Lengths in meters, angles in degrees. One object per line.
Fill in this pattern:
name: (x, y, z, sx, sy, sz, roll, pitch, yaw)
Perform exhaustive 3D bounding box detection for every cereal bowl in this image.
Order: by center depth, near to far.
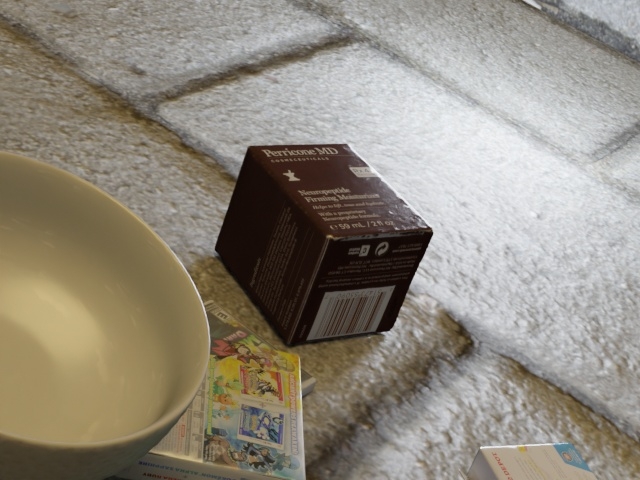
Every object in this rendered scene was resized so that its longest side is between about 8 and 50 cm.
cereal bowl: (-0.273, 0.082, 1.074, 0.339, 0.141, 0.339, 24, 35, -18)

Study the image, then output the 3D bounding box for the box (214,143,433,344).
box: (0.000, 0.000, 1.565, 0.168, 0.167, 0.203, -5, 39, -36)

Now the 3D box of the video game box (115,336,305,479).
video game box: (-0.112, 0.178, 1.293, 0.187, 0.048, 0.205, 12, 33, -10)

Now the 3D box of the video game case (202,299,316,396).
video game case: (-0.125, 0.147, 1.400, 0.173, 0.022, 0.190, 36, 34, 23)

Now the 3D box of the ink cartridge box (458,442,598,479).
ink cartridge box: (0.217, 0.281, 1.324, 0.143, 0.090, 0.092, 2, 35, -26)
